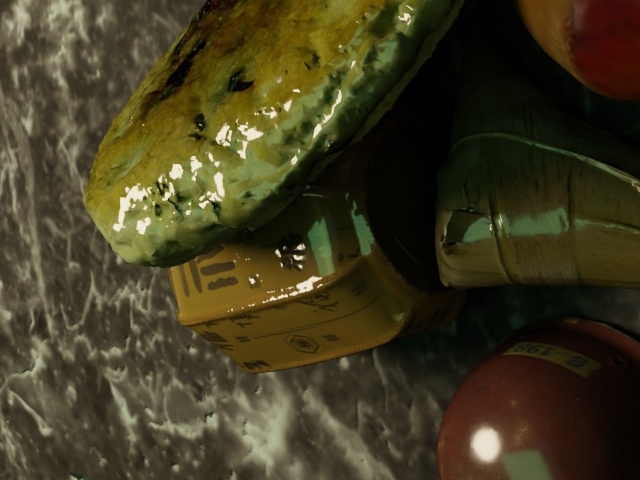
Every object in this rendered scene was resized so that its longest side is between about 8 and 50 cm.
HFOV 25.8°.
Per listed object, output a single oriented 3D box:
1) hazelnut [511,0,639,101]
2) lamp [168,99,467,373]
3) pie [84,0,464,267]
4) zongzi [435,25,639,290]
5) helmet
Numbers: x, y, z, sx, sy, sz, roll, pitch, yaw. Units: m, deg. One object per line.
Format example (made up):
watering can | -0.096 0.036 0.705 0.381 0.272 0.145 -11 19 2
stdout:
hazelnut | 0.182 -0.166 0.668 0.210 0.210 0.186 57 157 17
lamp | 0.000 0.000 0.874 0.185 0.161 0.161 -17 88 42
pie | -0.024 -0.124 0.807 0.070 0.323 0.323 36 136 -23
zongzi | 0.162 -0.055 0.790 0.189 0.081 0.178 0 59 17
helmet | 0.137 0.132 0.813 0.175 0.106 0.155 20 112 34
